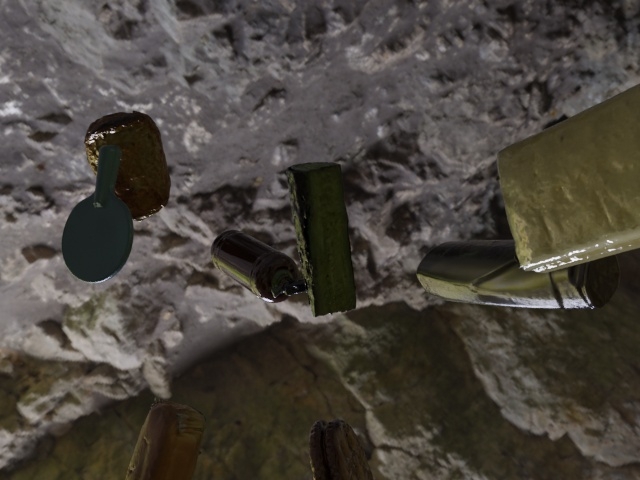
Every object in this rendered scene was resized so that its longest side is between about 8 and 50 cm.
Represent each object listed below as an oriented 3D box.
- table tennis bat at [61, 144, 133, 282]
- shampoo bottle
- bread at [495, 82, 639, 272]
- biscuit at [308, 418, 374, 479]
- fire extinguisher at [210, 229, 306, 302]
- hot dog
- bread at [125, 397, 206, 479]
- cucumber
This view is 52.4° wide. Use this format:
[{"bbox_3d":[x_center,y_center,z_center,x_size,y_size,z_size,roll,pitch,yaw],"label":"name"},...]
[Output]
[{"bbox_3d":[-0.384,-0.047,1.137,0.040,0.152,0.245,20,76,-65],"label":"table tennis bat"},{"bbox_3d":[0.280,0.046,0.962,0.125,0.084,0.350,-36,-167,-20],"label":"shampoo bottle"},{"bbox_3d":[0.247,-0.051,0.589,0.060,0.140,0.178,-7,167,-37],"label":"bread"},{"bbox_3d":[0.045,0.424,1.164,0.066,0.221,0.220,-22,172,9],"label":"biscuit"},{"bbox_3d":[-0.103,0.053,1.326,0.138,0.102,0.344,-24,-156,-25],"label":"fire extinguisher"},{"bbox_3d":[-0.446,-0.177,1.521,0.175,0.114,0.259,-18,123,-17],"label":"hot dog"},{"bbox_3d":[-0.347,0.481,1.427,0.107,0.136,0.241,23,82,-41],"label":"bread"},{"bbox_3d":[-0.003,0.000,0.901,0.078,0.212,0.062,-14,-164,-32],"label":"cucumber"}]
